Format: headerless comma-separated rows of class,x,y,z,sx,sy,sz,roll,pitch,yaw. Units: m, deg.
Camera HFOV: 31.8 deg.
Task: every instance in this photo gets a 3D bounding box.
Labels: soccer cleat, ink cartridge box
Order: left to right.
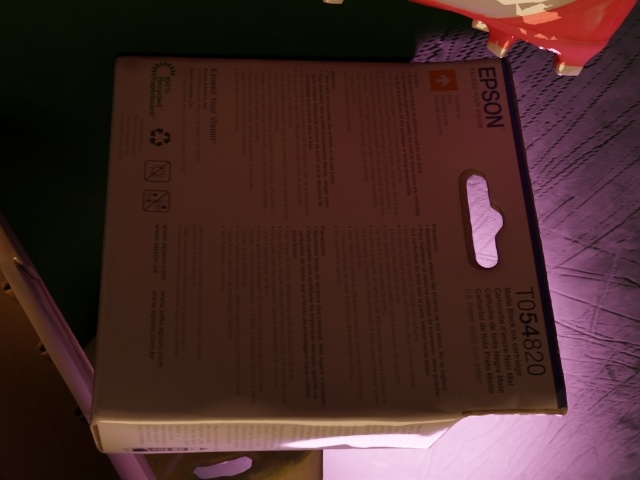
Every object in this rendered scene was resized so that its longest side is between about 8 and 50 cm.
ink cartridge box,0.000,0.000,0.587,0.224,0.223,0.045,0,148,-3
soccer cleat,0.036,-0.149,0.505,0.248,0.083,0.095,14,115,-18

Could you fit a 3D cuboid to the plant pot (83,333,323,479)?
plant pot,-0.103,0.186,0.873,0.276,0.276,0.254,1,136,-8

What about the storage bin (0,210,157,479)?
storage bin,-0.244,0.114,0.568,0.260,0.262,0.123,-31,167,-8
